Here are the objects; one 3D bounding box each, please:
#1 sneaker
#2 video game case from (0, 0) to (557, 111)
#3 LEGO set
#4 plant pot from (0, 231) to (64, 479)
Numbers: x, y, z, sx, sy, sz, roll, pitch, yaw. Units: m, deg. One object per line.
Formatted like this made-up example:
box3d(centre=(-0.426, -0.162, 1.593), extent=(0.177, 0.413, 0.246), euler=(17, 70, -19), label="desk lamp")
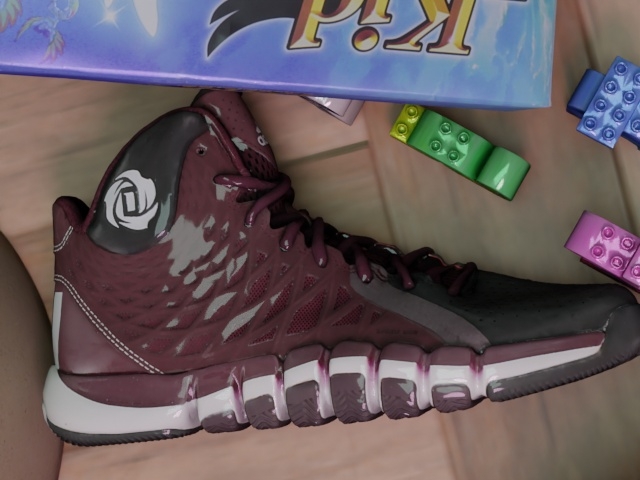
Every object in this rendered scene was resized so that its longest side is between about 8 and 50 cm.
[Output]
box3d(centre=(0.000, 0.000, 0.798), extent=(0.281, 0.106, 0.162), euler=(-7, 88, 10), label="sneaker")
box3d(centre=(-0.036, -0.180, 0.682), extent=(0.270, 0.061, 0.244), euler=(3, 95, -10), label="video game case")
box3d(centre=(0.078, -0.063, 0.783), extent=(0.227, 0.093, 0.087), euler=(29, 91, 7), label="LEGO set")
box3d(centre=(-0.280, 0.089, 0.801), extent=(0.284, 0.191, 0.284), euler=(0, 92, 8), label="plant pot")
